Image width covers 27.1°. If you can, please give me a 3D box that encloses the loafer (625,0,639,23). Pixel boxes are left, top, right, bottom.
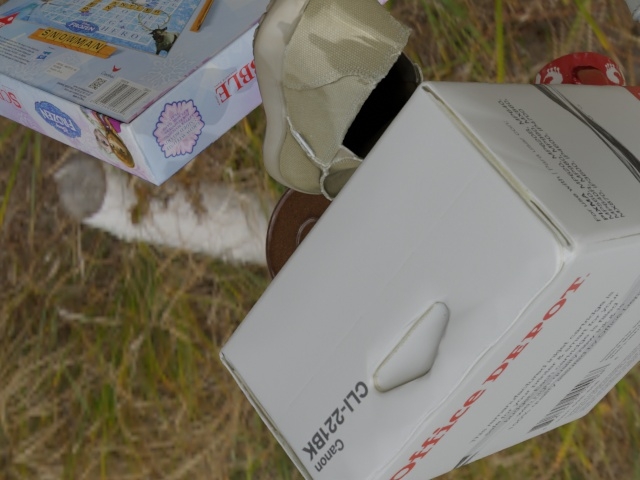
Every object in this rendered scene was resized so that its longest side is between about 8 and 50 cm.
[{"bbox_3d":[0.240,-0.164,0.546,0.111,0.319,0.112,45,151,4],"label":"loafer"}]

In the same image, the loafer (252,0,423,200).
[{"bbox_3d":[0.017,-0.085,0.894,0.102,0.092,0.268,-57,165,-11],"label":"loafer"}]

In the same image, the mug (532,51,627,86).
[{"bbox_3d":[0.266,-0.100,1.261,0.113,0.169,0.150,12,140,-17],"label":"mug"}]

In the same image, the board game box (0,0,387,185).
[{"bbox_3d":[-0.127,-0.202,1.168,0.318,0.319,0.066,-41,130,-22],"label":"board game box"}]

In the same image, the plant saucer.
[{"bbox_3d":[0.000,0.000,1.321,0.029,0.168,0.168,12,128,-45],"label":"plant saucer"}]

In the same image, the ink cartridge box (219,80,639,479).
[{"bbox_3d":[0.107,0.021,0.726,0.273,0.114,0.197,-9,142,-53],"label":"ink cartridge box"}]
